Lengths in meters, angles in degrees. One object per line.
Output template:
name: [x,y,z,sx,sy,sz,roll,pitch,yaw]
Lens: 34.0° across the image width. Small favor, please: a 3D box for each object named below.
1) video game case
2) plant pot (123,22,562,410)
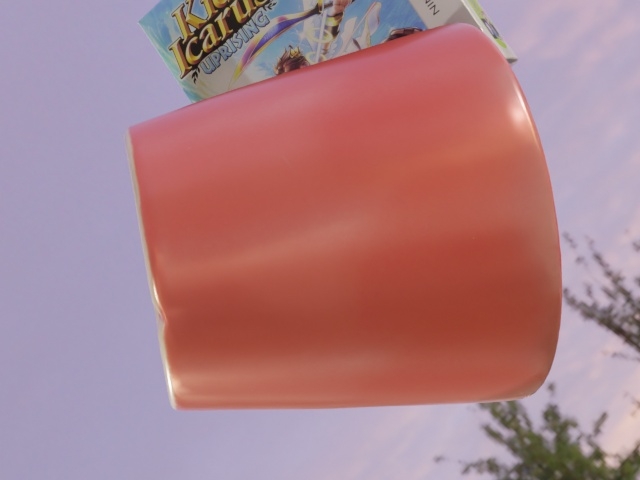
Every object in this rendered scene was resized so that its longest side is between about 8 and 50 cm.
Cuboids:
video game case: [-0.002,-0.182,0.950,0.269,0.244,0.061,-36,-8,24]
plant pot: [0.000,0.000,0.725,0.243,0.275,0.275,-11,-39,-9]
